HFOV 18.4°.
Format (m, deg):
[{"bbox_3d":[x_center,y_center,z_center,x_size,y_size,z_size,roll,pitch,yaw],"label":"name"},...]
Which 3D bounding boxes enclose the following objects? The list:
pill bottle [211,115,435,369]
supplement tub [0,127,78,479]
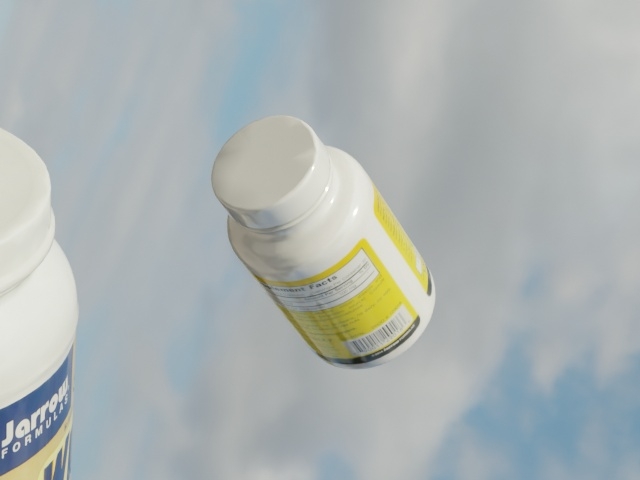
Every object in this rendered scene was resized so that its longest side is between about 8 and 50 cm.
[{"bbox_3d":[0.000,0.000,0.830,0.065,0.116,0.065,-14,-128,18],"label":"pill bottle"},{"bbox_3d":[-0.259,0.101,1.165,0.228,0.228,0.316,-101,-165,-59],"label":"supplement tub"}]
